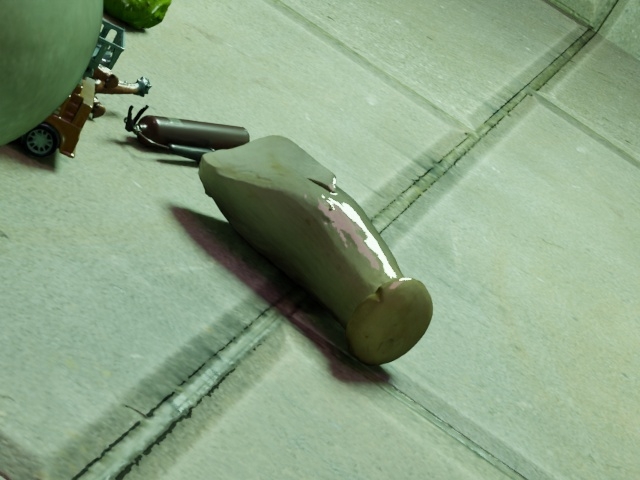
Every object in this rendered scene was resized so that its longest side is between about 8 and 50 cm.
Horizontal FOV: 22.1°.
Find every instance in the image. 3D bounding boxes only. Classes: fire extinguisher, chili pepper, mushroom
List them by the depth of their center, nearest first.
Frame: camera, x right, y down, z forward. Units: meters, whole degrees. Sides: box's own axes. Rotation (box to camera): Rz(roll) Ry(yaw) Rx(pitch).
[{"bbox_3d":[0.001,0.001,1.401,0.247,0.096,0.108,47,-1,27],"label":"mushroom"},{"bbox_3d":[-0.125,-0.093,1.530,0.173,0.035,0.049,3,73,-54],"label":"fire extinguisher"},{"bbox_3d":[-0.246,-0.307,1.791,0.204,0.073,0.072,49,5,11],"label":"chili pepper"}]

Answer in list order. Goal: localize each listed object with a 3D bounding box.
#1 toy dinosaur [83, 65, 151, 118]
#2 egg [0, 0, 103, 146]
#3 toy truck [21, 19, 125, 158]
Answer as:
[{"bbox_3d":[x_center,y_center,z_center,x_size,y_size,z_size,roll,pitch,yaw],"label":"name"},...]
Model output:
[{"bbox_3d":[-0.216,-0.144,1.483,0.154,0.049,0.055,5,30,-43],"label":"toy dinosaur"},{"bbox_3d":[-0.306,-0.178,1.125,0.352,0.258,0.258,12,28,-45],"label":"egg"},{"bbox_3d":[-0.262,-0.154,1.338,0.177,0.115,0.080,24,21,-17],"label":"toy truck"}]
